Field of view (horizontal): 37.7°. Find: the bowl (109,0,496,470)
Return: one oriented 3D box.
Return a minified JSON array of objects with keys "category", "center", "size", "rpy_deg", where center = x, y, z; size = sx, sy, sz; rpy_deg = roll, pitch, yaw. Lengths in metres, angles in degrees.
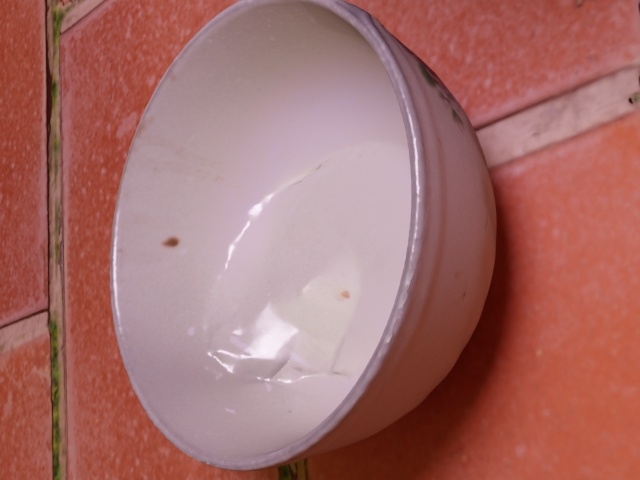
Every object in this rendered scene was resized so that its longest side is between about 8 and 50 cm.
[{"category":"bowl","center":[0.000,0.000,0.577],"size":[0.277,0.145,0.277],"rpy_deg":[-13,72,44]}]
